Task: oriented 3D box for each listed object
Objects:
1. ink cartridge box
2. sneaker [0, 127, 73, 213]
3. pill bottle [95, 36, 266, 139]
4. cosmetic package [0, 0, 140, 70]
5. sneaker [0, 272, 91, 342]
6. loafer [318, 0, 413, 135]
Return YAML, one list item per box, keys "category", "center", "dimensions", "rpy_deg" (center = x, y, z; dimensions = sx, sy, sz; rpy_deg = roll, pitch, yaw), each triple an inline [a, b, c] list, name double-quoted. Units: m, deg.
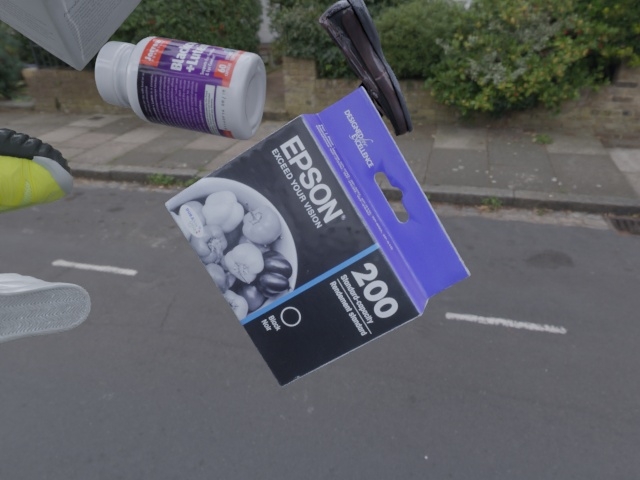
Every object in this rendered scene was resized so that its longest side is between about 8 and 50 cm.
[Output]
- category: "ink cartridge box"
  center: [0.000, 0.000, 0.421]
  dimensions: [0.208, 0.206, 0.045]
  rpy_deg: [-31, 4, 9]
- category: "sneaker"
  center: [-0.393, -0.023, 0.373]
  dimensions: [0.145, 0.147, 0.384]
  rpy_deg: [-7, 5, 31]
- category: "pill bottle"
  center: [-0.176, -0.198, 0.589]
  dimensions: [0.193, 0.108, 0.108]
  rpy_deg: [12, 29, 6]
- category: "cosmetic package"
  center: [-0.339, -0.350, 0.570]
  dimensions: [0.151, 0.151, 0.183]
  rpy_deg: [33, -15, -8]
- category: "sneaker"
  center: [-0.528, 0.106, 0.688]
  dimensions: [0.169, 0.108, 0.292]
  rpy_deg: [1, -3, 41]
- category: "loafer"
  center: [0.098, -0.345, 0.956]
  dimensions: [0.095, 0.303, 0.109]
  rpy_deg: [-26, 26, 9]
